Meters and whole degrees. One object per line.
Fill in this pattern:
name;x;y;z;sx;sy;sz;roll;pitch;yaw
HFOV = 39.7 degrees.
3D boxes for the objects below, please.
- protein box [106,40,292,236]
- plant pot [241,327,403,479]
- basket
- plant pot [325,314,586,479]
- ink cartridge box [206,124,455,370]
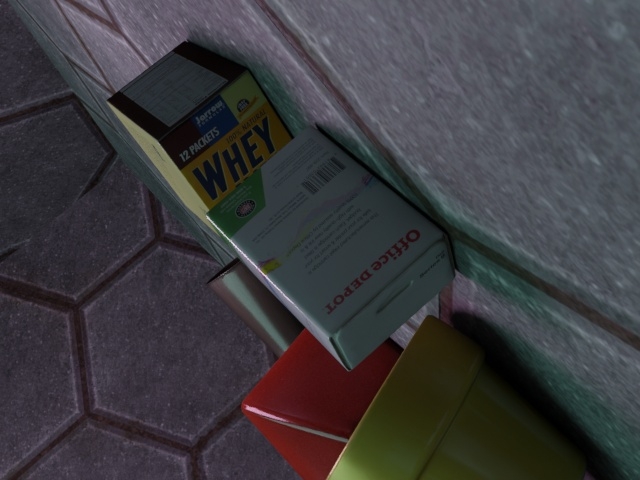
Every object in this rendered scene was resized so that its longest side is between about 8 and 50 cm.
protein box;-0.135;-0.121;1.130;0.201;0.136;0.199;37;164;53
plant pot;0.073;0.307;1.582;0.236;0.267;0.267;10;143;53
basket;-0.091;0.122;1.763;0.226;0.154;0.204;52;141;-6
plant pot;0.161;0.253;1.025;0.239;0.254;0.254;32;167;10
ink cartridge box;0.011;0.004;0.916;0.212;0.154;0.093;42;168;34
